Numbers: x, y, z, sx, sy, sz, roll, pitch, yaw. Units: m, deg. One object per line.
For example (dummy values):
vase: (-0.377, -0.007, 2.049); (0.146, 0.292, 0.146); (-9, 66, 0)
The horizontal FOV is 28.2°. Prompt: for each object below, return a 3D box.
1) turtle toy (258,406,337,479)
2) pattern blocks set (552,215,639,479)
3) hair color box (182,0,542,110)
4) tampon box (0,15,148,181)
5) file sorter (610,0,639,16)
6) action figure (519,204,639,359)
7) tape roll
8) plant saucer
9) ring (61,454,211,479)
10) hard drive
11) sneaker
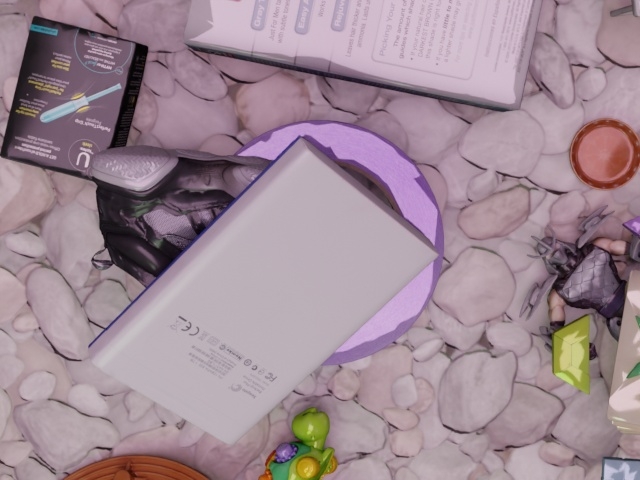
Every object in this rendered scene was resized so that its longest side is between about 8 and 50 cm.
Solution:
turtle toy: (-0.025, 0.257, 1.480); (0.066, 0.095, 0.130); (33, 94, 19)
pattern blocks set: (0.397, 0.125, 1.392); (0.285, 0.026, 0.325); (-6, 89, 5)
hair color box: (0.051, -0.269, 1.415); (0.374, 0.113, 0.185); (11, 95, -1)
tampon box: (-0.274, -0.157, 1.432); (0.120, 0.101, 0.161); (15, 96, 0)
file sorter: (0.399, -0.386, 1.371); (0.193, 0.173, 0.278); (-8, 95, 0)
action figure: (0.354, 0.081, 1.453); (0.285, 0.099, 0.185); (39, 99, 0)
tape roll: (0.000, 0.000, 1.451); (0.275, 0.090, 0.275); (0, 94, 0)
plant saucer: (0.330, -0.100, 1.477); (0.083, 0.013, 0.083); (0, 95, 1)
ring: (-0.224, 0.409, 1.443); (0.336, 0.032, 0.336); (-5, 71, 15)
hard drive: (-0.059, 0.062, 1.339); (0.318, 0.040, 0.210); (-44, 124, 14)
sneaker: (-0.115, -0.013, 1.362); (0.268, 0.101, 0.153); (7, 103, -2)
